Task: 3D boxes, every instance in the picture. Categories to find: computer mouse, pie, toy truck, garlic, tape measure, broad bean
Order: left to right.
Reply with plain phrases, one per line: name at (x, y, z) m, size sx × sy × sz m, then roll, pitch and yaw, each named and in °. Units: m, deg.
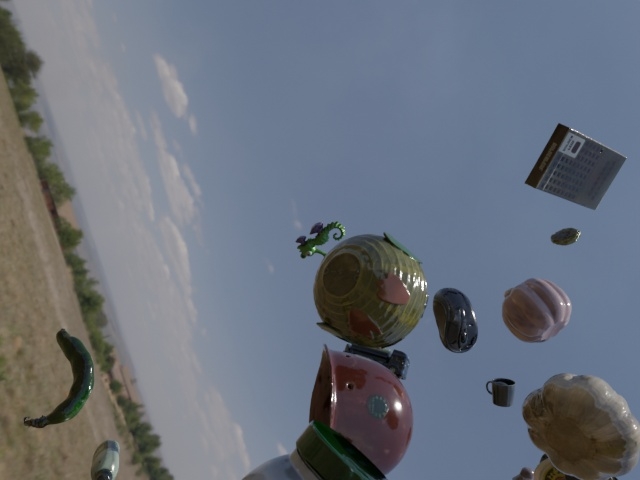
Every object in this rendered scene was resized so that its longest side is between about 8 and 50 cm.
broad bean at (-0.690, 0.376, 1.657) m, size 0.049 × 0.144 × 0.291 m, roll 116°, pitch -17°, yaw -50°
toy truck at (0.170, 0.361, 1.846) m, size 0.202 × 0.088 × 0.074 m, roll 12°, pitch -26°, yaw 23°
computer mouse at (0.469, 0.267, 2.091) m, size 0.096 × 0.137 × 0.233 m, roll 116°, pitch -34°, yaw -65°
pie at (0.708, -0.012, 1.753) m, size 0.084 × 0.084 × 0.019 m, roll 27°, pitch -37°, yaw 62°
tape measure at (0.839, 0.775, 1.961) m, size 0.271 × 0.133 × 0.231 m, roll -45°, pitch -128°, yaw 38°
garlic at (0.522, 0.367, 1.207) m, size 0.228 × 0.152 × 0.227 m, roll 29°, pitch -48°, yaw 38°

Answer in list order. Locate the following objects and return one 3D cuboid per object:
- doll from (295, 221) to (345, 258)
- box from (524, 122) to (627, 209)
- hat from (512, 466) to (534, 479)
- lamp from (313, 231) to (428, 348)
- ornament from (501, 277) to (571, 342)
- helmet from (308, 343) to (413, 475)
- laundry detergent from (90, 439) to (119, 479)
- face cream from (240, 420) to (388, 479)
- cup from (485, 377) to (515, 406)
doll at (0.000, 0.000, 2.084) m, size 0.115 × 0.190 × 0.050 m, roll 47°, pitch 19°, yaw -13°
box at (0.721, -0.199, 1.702) m, size 0.047 × 0.325 × 0.180 m, roll 45°, pitch -64°, yaw 48°
hat at (0.757, 0.873, 2.268) m, size 0.058 × 0.087 × 0.042 m, roll -120°, pitch -162°, yaw -85°
lamp at (0.117, 0.118, 1.315) m, size 0.284 × 0.250 × 0.250 m, roll 33°, pitch 17°, yaw -51°
ornament at (0.576, 0.184, 1.639) m, size 0.177 × 0.178 × 0.177 m, roll 51°, pitch -28°, yaw 43°
helmet at (0.099, 0.425, 1.445) m, size 0.385 × 0.230 × 0.337 m, roll 105°, pitch -11°, yaw -72°
laundry detergent at (-0.597, 0.630, 1.682) m, size 0.070 × 0.099 × 0.226 m, roll 35°, pitch -11°, yaw -15°
face cream at (-0.047, 0.536, 1.112) m, size 0.312 × 0.357 × 0.219 m, roll 43°, pitch -5°, yaw -32°
cup at (0.607, 0.512, 2.055) m, size 0.100 × 0.078 × 0.077 m, roll 7°, pitch -81°, yaw 43°
